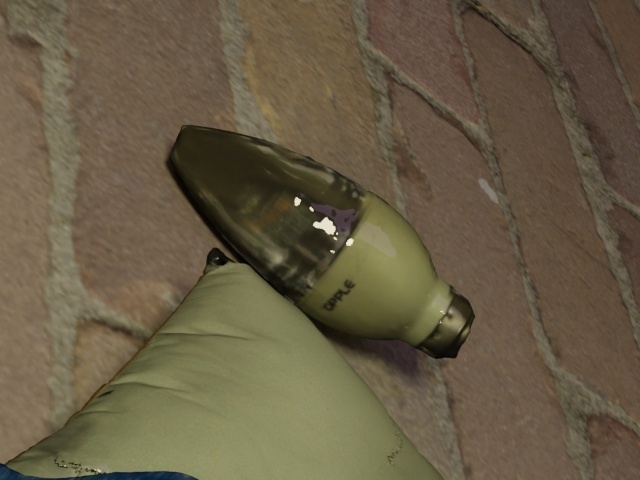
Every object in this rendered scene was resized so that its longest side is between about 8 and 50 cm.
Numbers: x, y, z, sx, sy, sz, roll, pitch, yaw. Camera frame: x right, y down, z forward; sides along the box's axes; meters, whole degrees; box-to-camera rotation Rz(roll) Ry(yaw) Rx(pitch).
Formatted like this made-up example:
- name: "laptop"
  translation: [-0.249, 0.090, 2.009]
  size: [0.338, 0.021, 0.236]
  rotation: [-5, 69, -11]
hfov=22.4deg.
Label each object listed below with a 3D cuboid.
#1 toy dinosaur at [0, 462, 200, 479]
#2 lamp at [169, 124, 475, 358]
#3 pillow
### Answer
- name: "toy dinosaur"
  translation: [-0.169, 0.075, 0.683]
  size: [0.248, 0.188, 0.075]
  rotation: [54, 20, 8]
- name: "lamp"
  translation: [0.000, 0.000, 1.137]
  size: [0.250, 0.101, 0.101]
  rotation: [34, 30, -8]
- name: "pillow"
  translation: [-0.013, 0.173, 0.872]
  size: [0.312, 0.119, 0.310]
  rotation: [50, 30, -3]
